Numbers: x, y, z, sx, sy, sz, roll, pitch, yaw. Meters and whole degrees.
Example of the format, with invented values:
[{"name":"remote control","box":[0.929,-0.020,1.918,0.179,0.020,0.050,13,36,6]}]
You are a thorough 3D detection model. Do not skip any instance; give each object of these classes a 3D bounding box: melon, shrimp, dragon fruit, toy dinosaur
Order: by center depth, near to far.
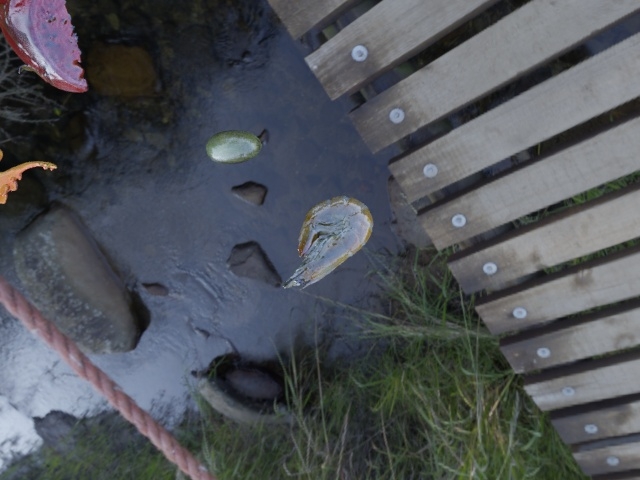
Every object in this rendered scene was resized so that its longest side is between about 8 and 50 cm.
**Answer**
[{"name":"shrimp","box":[0.000,0.000,0.476,0.108,0.023,0.059,-37,93,-5]},{"name":"toy dinosaur","box":[-0.603,-0.106,0.882,0.288,0.070,0.117,9,81,2]},{"name":"dragon fruit","box":[-0.810,-0.577,1.414,0.282,0.100,0.343,16,132,18]},{"name":"melon","box":[-0.249,-0.269,1.459,0.162,0.099,0.099,-5,115,12]}]
